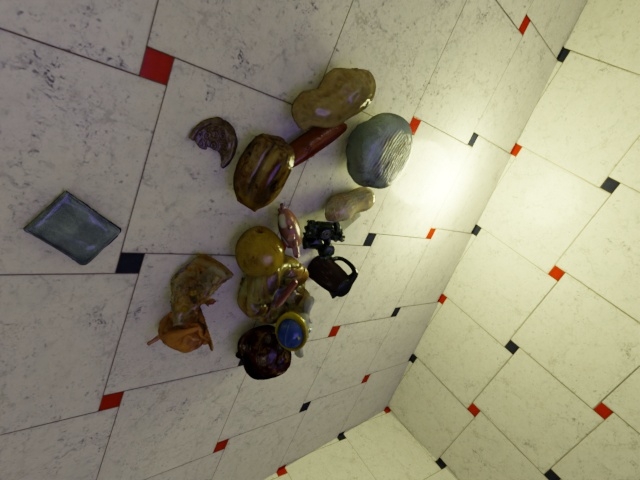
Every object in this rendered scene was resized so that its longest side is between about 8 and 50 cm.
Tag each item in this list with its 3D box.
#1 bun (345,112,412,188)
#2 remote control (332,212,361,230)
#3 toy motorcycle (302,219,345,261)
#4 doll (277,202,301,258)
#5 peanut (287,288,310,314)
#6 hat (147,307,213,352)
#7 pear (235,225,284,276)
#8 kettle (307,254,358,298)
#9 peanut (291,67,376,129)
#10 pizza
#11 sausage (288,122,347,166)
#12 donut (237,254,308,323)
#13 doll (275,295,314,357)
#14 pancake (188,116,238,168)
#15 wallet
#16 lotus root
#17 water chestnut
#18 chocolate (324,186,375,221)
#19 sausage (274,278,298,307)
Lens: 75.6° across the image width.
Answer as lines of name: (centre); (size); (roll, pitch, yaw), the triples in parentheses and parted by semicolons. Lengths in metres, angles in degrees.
bun: (0.255, -0.403, 1.864); (0.361, 0.211, 0.362); (-25, 132, -32)
remote control: (0.128, -0.102, 2.115); (0.190, 0.029, 0.088); (-41, 141, -15)
toy motorcycle: (0.000, 0.000, 1.954); (0.205, 0.127, 0.275); (3, 145, -25)
doll: (-0.130, -0.040, 1.756); (0.093, 0.211, 0.262); (-17, 127, -6)
peanut: (-0.136, 0.395, 2.139); (0.147, 0.147, 0.319); (3, 120, -47)
hat: (-0.570, 0.382, 1.648); (0.233, 0.244, 0.234); (-15, 122, -21)
pear: (-0.251, 0.040, 1.699); (0.208, 0.209, 0.209); (-27, 135, -30)
kettle: (0.072, 0.175, 2.109); (0.202, 0.232, 0.144); (-44, 143, -12)
peanut: (0.055, -0.544, 1.579); (0.387, 0.169, 0.192); (-36, 134, -21)
pizza: (-0.489, 0.191, 1.591); (0.297, 0.189, 0.071); (-48, -173, -10)
sausage: (-0.032, -0.396, 1.660); (0.330, 0.102, 0.102); (-38, 140, -17)
donut: (-0.215, 0.222, 1.903); (0.360, 0.170, 0.361); (-29, 137, -31)
doll: (-0.129, 0.443, 1.958); (0.243, 0.159, 0.311); (-68, 164, -68)
pancake: (-0.367, -0.335, 1.426); (0.190, 0.020, 0.184); (-9, 126, -42)
wallet: (-0.745, -0.032, 1.260); (0.167, 0.036, 0.222); (-47, 140, -7)
lotus root: (-0.222, -0.247, 1.522); (0.193, 0.193, 0.291); (8, 116, -49)
water chestnut: (-0.283, 0.552, 2.025); (0.244, 0.289, 0.289); (-45, 142, -2)
chocolate: (0.144, -0.179, 1.997); (0.309, 0.134, 0.134); (-27, 136, -32)
sausage: (-0.149, 0.230, 1.815); (0.147, 0.030, 0.035); (-51, 150, -6)
